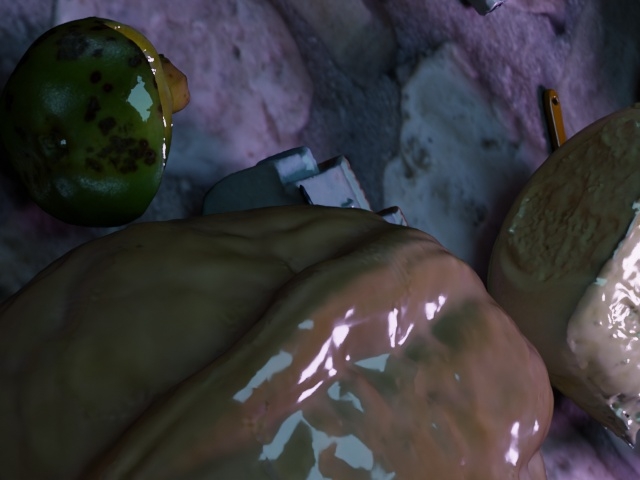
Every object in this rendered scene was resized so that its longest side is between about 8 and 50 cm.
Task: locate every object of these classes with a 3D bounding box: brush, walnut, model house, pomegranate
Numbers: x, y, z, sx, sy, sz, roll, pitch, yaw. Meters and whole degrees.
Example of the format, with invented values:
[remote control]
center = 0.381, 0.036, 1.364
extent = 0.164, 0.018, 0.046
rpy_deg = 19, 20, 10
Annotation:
[brush]
center = 0.238, -0.066, 1.413
extent = 0.043, 0.014, 0.169
rpy_deg = 2, 74, -42
[walnut]
center = -0.039, 0.141, 0.902
extent = 0.381, 0.381, 0.381
rpy_deg = 14, 67, -37
[model house]
center = 0.000, 0.000, 1.131
extent = 0.149, 0.119, 0.148
rpy_deg = -23, 90, -53
[pomegranate]
center = -0.159, -0.086, 1.014
extent = 0.169, 0.122, 0.143
rpy_deg = -90, 173, -63

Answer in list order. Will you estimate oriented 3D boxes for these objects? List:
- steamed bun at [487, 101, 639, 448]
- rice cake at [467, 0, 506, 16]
[steamed bun]
center = 0.271, 0.027, 1.308
extent = 0.232, 0.166, 0.273
rpy_deg = 36, 81, -34
[rice cake]
center = 0.205, -0.273, 1.440
extent = 0.033, 0.033, 0.208
rpy_deg = 51, 48, -3
